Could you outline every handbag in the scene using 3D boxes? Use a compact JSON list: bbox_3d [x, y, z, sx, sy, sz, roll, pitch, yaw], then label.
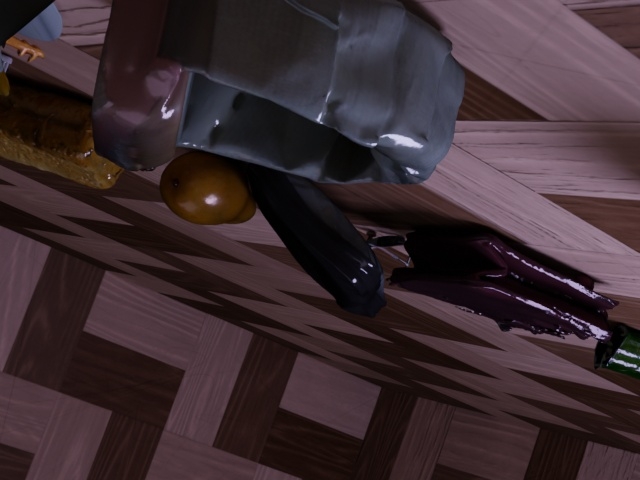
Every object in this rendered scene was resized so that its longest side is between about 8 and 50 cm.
[{"bbox_3d":[0.211,0.052,1.628,0.216,0.074,0.203,22,171,-23],"label":"handbag"},{"bbox_3d":[0.001,0.001,1.644,0.191,0.075,0.332,45,178,10],"label":"handbag"}]

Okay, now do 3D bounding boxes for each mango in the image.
[{"bbox_3d":[-0.129,-0.059,1.674,0.102,0.084,0.184,13,180,15],"label":"mango"}]

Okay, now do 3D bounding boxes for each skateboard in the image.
[{"bbox_3d":[0.101,0.015,1.791,0.064,0.032,0.083,-1,157,40],"label":"skateboard"}]

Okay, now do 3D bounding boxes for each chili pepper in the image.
[{"bbox_3d":[0.470,0.171,1.831,0.227,0.059,0.088,19,167,-8],"label":"chili pepper"}]

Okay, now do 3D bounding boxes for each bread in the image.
[{"bbox_3d":[-0.323,-0.130,1.649,0.211,0.083,0.114,17,165,19],"label":"bread"}]

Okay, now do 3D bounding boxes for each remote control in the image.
[{"bbox_3d":[-0.264,-0.210,1.214,0.061,0.029,0.162,18,171,4],"label":"remote control"}]

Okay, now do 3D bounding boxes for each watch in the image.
[{"bbox_3d":[-0.023,-0.107,0.963,0.241,0.161,0.253,13,172,-6],"label":"watch"}]

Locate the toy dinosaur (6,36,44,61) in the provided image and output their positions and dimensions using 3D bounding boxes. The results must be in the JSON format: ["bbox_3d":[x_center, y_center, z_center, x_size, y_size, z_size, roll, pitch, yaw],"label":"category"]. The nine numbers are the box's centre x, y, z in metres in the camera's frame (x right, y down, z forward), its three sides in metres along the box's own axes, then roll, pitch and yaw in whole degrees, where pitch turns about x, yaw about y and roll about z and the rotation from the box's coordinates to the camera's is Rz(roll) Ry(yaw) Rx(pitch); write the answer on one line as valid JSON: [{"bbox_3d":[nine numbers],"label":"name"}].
[{"bbox_3d":[-0.401,-0.220,1.322,0.288,0.070,0.117,17,167,-40],"label":"toy dinosaur"}]

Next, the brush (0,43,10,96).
[{"bbox_3d":[-0.330,-0.198,1.248,0.085,0.020,0.336,-3,162,-5],"label":"brush"}]

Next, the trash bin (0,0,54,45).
[{"bbox_3d":[-0.244,-0.208,0.913,0.164,0.122,0.240,24,168,-25],"label":"trash bin"}]

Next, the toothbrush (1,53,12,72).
[{"bbox_3d":[-0.471,-0.236,1.521,0.288,0.024,0.021,21,173,-5],"label":"toothbrush"}]

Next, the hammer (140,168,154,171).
[{"bbox_3d":[-0.281,-0.128,1.773,0.065,0.021,0.178,13,169,40],"label":"hammer"}]
